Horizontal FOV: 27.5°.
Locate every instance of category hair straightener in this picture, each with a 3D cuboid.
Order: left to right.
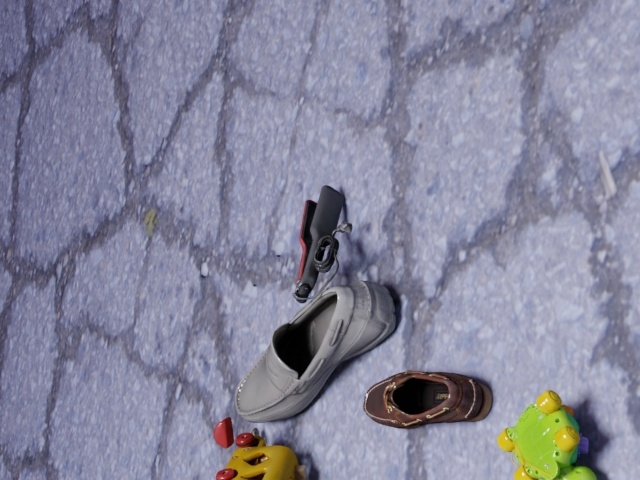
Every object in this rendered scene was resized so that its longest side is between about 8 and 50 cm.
[{"bbox_3d":[0.000,0.000,1.797,0.089,0.047,0.230,-41,20,36],"label":"hair straightener"}]

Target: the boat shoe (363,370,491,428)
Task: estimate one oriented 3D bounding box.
[{"bbox_3d":[0.117,0.195,1.632,0.207,0.073,0.073,-16,67,50],"label":"boat shoe"}]

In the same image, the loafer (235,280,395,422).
[{"bbox_3d":[-0.030,0.152,1.801,0.319,0.111,0.112,-45,47,35],"label":"loafer"}]

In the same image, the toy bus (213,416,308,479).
[{"bbox_3d":[-0.070,0.331,1.790,0.104,0.191,0.202,-6,65,15],"label":"toy bus"}]

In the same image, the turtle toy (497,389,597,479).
[{"bbox_3d":[0.258,0.233,1.438,0.095,0.066,0.130,-50,44,30],"label":"turtle toy"}]
